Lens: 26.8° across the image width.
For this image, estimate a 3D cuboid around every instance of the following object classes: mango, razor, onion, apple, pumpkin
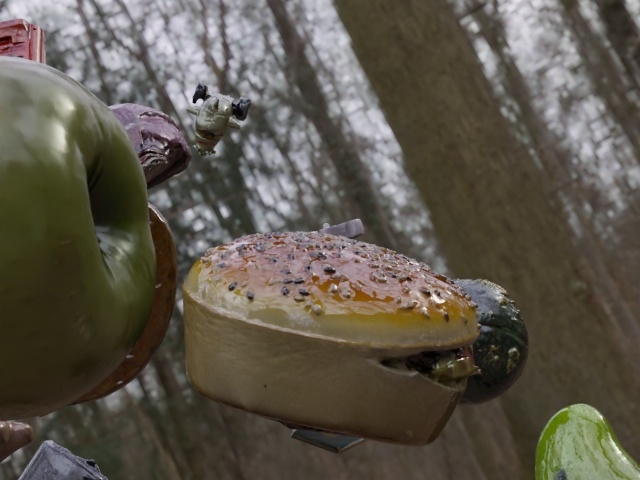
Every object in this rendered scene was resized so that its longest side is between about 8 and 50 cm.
[{"bbox_3d":[0.362,0.346,1.720,0.143,0.293,0.175,11,-48,-37],"label":"mango"},{"bbox_3d":[-0.469,0.494,2.143,0.349,0.204,0.113,-53,-44,-8],"label":"razor"},{"bbox_3d":[-0.341,-0.150,2.213,0.267,0.159,0.349,-32,1,-26],"label":"onion"},{"bbox_3d":[-0.246,-0.001,0.916,0.279,0.279,0.279,-24,-17,-8],"label":"apple"},{"bbox_3d":[0.201,0.142,1.883,0.190,0.190,0.146,-30,-33,9],"label":"pumpkin"}]

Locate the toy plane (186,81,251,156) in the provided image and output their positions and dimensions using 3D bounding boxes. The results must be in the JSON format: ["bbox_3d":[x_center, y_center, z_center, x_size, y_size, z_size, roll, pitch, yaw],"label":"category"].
[{"bbox_3d":[-0.166,-0.198,2.167,0.286,0.092,0.108,-83,11,-75],"label":"toy plane"}]

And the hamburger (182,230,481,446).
[{"bbox_3d":[0.010,0.085,1.298,0.300,0.300,0.176,6,-81,-61],"label":"hamburger"}]

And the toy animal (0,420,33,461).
[{"bbox_3d":[-0.508,0.245,1.727,0.269,0.237,0.326,-4,-20,-1],"label":"toy animal"}]

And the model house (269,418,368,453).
[{"bbox_3d":[0.015,0.217,2.100,0.271,0.178,0.206,-5,-43,21],"label":"model house"}]

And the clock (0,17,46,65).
[{"bbox_3d":[-0.496,-0.280,2.133,0.113,0.155,0.061,-12,-40,1],"label":"clock"}]

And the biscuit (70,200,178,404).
[{"bbox_3d":[-0.340,0.022,1.484,0.368,0.314,0.063,10,2,-2],"label":"biscuit"}]

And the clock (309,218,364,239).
[{"bbox_3d":[0.000,0.000,1.946,0.129,0.041,0.087,-18,-6,1],"label":"clock"}]
